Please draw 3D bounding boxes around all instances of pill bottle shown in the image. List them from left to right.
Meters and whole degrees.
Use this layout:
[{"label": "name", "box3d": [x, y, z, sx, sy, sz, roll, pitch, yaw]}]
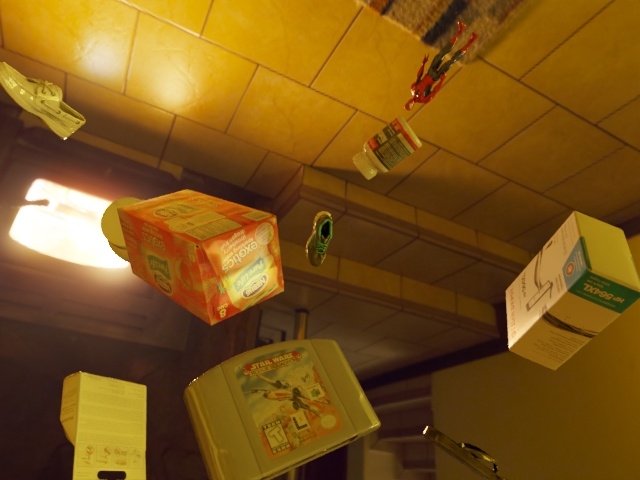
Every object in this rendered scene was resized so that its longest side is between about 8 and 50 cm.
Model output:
[{"label": "pill bottle", "box3d": [-0.468, -0.010, 1.223, 0.169, 0.169, 0.301, 6, 167, -2]}, {"label": "pill bottle", "box3d": [0.186, -0.259, 1.293, 0.180, 0.108, 0.108, -37, 136, 18]}]

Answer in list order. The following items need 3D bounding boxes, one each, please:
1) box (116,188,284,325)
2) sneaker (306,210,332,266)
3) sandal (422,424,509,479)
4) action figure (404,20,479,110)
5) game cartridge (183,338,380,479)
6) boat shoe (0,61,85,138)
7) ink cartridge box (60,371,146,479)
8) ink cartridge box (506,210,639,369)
[{"label": "box", "box3d": [-0.219, 0.013, 0.801, 0.154, 0.142, 0.300, -23, -152, -39]}, {"label": "sneaker", "box3d": [0.000, 0.000, 1.318, 0.065, 0.166, 0.076, 7, -171, -14]}, {"label": "sandal", "box3d": [0.349, 0.491, 1.034, 0.254, 0.054, 0.097, 39, 162, -12]}, {"label": "action figure", "box3d": [0.142, -0.208, 0.557, 0.030, 0.038, 0.115, -21, 153, -54]}, {"label": "game cartridge", "box3d": [-0.061, 0.269, 0.754, 0.297, 0.198, 0.062, -8, 147, -34]}, {"label": "boat shoe", "box3d": [-0.729, -0.379, 1.191, 0.096, 0.098, 0.277, -32, 163, -3]}, {"label": "ink cartridge box", "box3d": [-0.466, 0.416, 0.981, 0.066, 0.232, 0.189, -23, 146, 19]}, {"label": "ink cartridge box", "box3d": [0.382, 0.081, 0.712, 0.086, 0.148, 0.203, 23, 131, 2]}]
